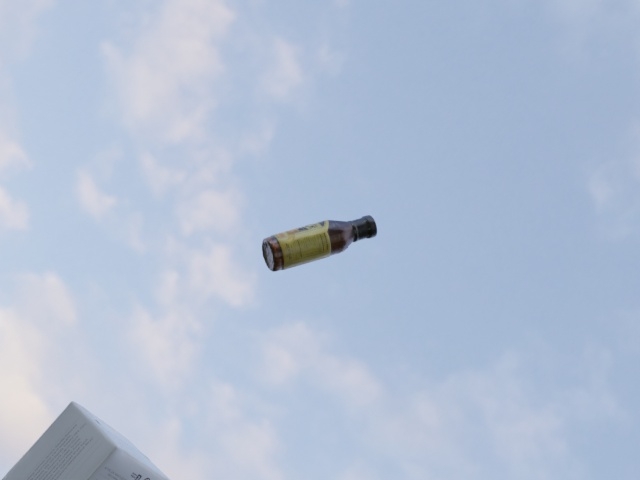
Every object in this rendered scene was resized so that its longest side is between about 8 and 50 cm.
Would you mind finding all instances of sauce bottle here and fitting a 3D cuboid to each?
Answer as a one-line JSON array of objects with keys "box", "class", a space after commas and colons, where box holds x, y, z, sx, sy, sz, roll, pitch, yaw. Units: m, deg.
[{"box": [0.000, 0.000, 1.310, 0.042, 0.128, 0.042, 47, -35, 48], "class": "sauce bottle"}]

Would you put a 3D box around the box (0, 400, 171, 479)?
[{"box": [-0.341, 0.359, 1.721, 0.119, 0.182, 0.181, 34, -11, 34], "class": "box"}]
